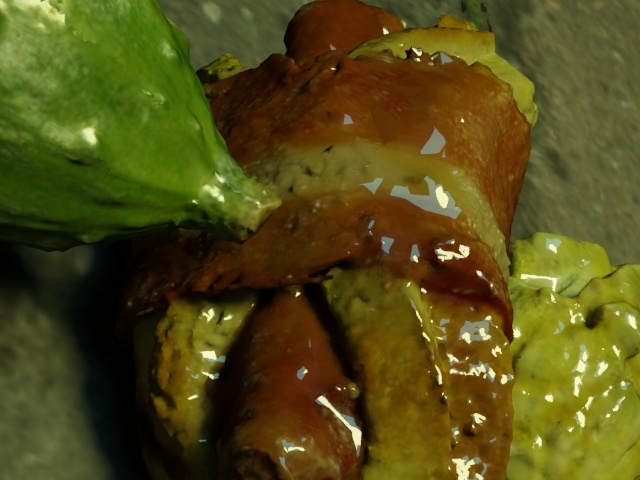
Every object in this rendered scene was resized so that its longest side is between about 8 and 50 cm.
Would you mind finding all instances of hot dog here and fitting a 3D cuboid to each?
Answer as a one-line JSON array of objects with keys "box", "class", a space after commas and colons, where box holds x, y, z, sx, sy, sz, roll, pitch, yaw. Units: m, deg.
[{"box": [0.000, 0.000, 0.617, 0.213, 0.146, 0.103, -88, 165, -44], "class": "hot dog"}]

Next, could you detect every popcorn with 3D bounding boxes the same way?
[{"box": [0.087, 0.054, 0.672, 0.120, 0.106, 0.116, 0, 56, -51], "class": "popcorn"}]

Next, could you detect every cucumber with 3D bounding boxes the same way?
[{"box": [-0.119, -0.067, 0.546, 0.244, 0.134, 0.134, 32, 42, -12], "class": "cucumber"}]
